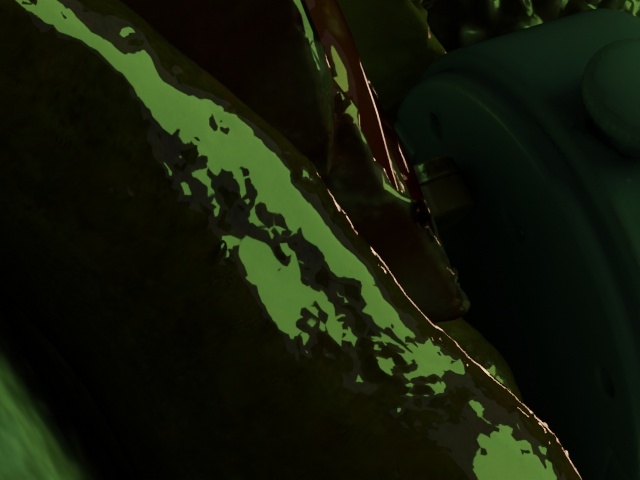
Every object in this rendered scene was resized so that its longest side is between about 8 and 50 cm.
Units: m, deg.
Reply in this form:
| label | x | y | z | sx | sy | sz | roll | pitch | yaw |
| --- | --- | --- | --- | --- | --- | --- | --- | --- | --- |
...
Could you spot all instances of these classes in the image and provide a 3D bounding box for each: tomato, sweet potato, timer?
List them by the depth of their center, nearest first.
| label | x | y | z | sx | sy | sz | roll | pitch | yaw |
| --- | --- | --- | --- | --- | --- | --- | --- | --- | --- |
| sweet potato | -0.032 | 0.016 | 0.502 | 0.292 | 0.097 | 0.097 | 47 | 6 | -4 |
| tomato | -0.030 | -0.042 | 0.726 | 0.199 | 0.112 | 0.228 | 64 | 6 | 10 |
| timer | 0.196 | 0.019 | 1.316 | 0.395 | 0.173 | 0.395 | 163 | -90 | -73 |

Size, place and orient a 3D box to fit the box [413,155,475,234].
| label | x | y | z | sx | sy | sz | roll | pitch | yaw |
| --- | --- | --- | --- | --- | --- | --- | --- | --- | --- |
| box | 0.048 | -0.015 | 1.271 | 0.037 | 0.105 | 0.105 | 62 | 6 | 9 |

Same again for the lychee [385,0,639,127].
| label | x | y | z | sx | sy | sz | roll | pitch | yaw |
| --- | --- | --- | --- | --- | --- | --- | --- | --- | --- |
| lychee | 0.153 | -0.175 | 1.764 | 0.380 | 0.380 | 0.432 | 53 | 24 | -27 |

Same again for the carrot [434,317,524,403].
| label | x | y | z | sx | sy | sz | roll | pitch | yaw |
| --- | --- | --- | --- | --- | --- | --- | --- | --- | --- |
| carrot | 0.000 | 0.000 | 0.993 | 0.298 | 0.078 | 0.078 | 53 | 4 | 24 |

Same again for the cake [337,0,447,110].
| label | x | y | z | sx | sy | sz | roll | pitch | yaw |
| --- | --- | --- | --- | --- | --- | --- | --- | --- | --- |
| cake | 0.023 | -0.266 | 1.447 | 0.332 | 0.321 | 0.332 | 53 | 6 | -8 |
